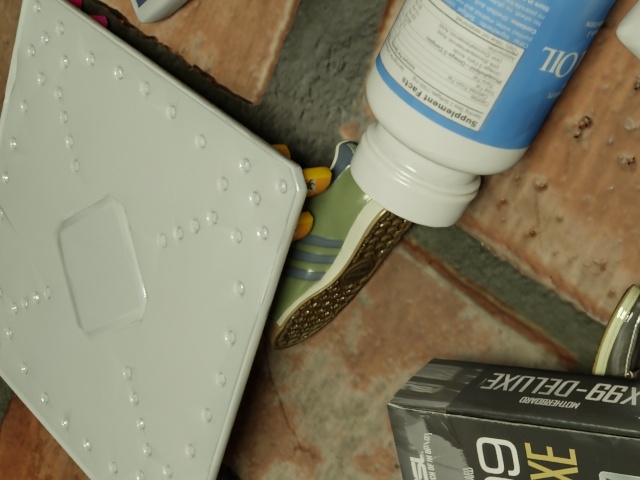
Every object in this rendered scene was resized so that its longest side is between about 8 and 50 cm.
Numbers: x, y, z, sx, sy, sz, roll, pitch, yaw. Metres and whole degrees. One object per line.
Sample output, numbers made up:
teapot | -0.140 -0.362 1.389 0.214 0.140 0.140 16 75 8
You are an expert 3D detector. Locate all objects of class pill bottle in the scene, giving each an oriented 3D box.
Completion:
pill bottle | 0.106 -0.123 0.772 0.124 0.124 0.221 40 122 21

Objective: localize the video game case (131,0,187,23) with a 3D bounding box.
video game case | -0.124 -0.372 0.872 0.300 0.036 0.329 -21 90 56

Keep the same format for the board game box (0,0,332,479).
board game box | -0.178 0.022 1.019 0.390 0.050 0.390 37 121 35

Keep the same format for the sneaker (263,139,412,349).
sneaker | 0.000 0.000 0.923 0.192 0.064 0.086 -52 59 36

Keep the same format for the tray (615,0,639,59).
tray | 0.306 -0.177 0.673 0.145 0.030 0.270 49 124 17

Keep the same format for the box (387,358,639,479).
box | 0.192 0.240 0.798 0.242 0.076 0.307 3 115 35

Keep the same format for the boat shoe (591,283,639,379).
boat shoe | 0.216 0.103 0.798 0.049 0.056 0.152 21 123 25
